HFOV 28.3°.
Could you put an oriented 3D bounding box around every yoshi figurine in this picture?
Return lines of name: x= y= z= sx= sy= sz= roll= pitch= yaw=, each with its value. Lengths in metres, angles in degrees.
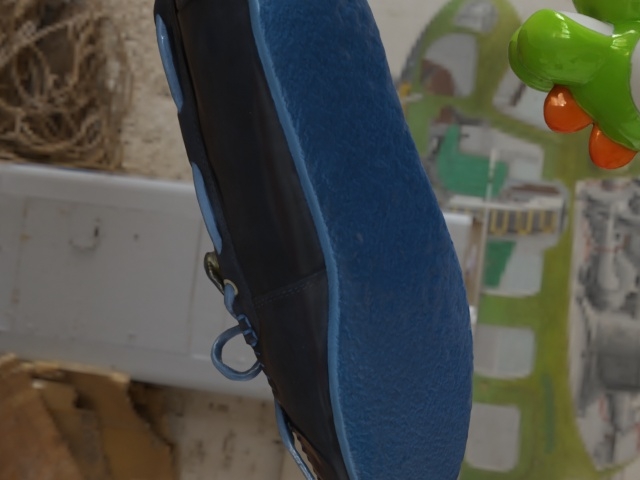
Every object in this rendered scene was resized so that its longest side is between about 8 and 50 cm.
yoshi figurine: x=0.332 y=-0.151 z=0.975 sx=0.203 sy=0.362 sz=0.203 roll=111 pitch=-9 yaw=-49

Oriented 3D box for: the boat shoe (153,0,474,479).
boat shoe: x=0.000 y=0.000 z=0.540 sx=0.109 sy=0.089 sz=0.258 roll=-24 pitch=109 yaw=-43
